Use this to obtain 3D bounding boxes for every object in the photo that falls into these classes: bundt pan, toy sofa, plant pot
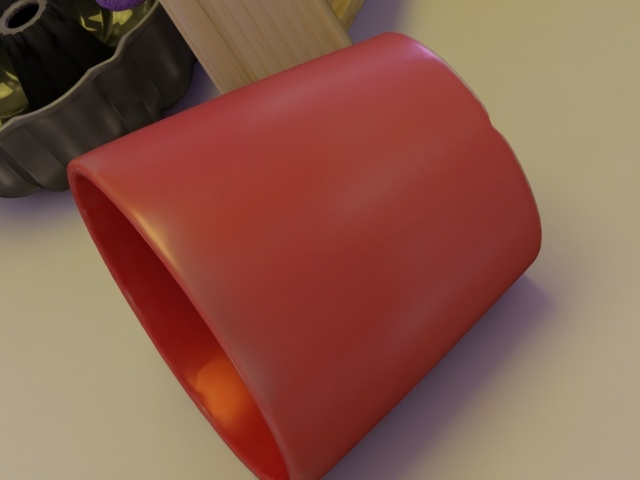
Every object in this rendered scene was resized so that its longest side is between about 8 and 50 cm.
[{"bbox_3d":[-0.245,-0.169,1.617,0.330,0.124,0.331,-19,42,19],"label":"bundt pan"},{"bbox_3d":[-0.036,-0.254,1.463,0.177,0.150,0.362,-22,23,28],"label":"toy sofa"},{"bbox_3d":[0.000,0.000,1.197,0.243,0.275,0.275,-33,38,-14],"label":"plant pot"}]
